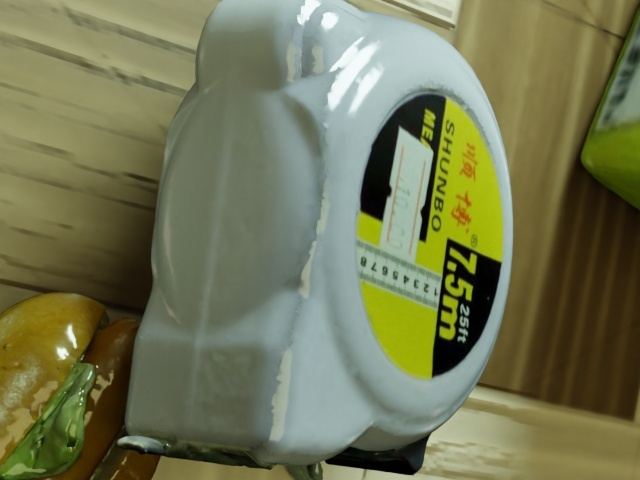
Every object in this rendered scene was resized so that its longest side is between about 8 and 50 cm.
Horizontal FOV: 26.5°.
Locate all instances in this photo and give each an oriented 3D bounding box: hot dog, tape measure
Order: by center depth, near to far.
[{"bbox_3d":[-0.137,0.130,0.497,0.100,0.068,0.249,42,70,-25],"label":"hot dog"},{"bbox_3d":[0.002,0.004,0.551,0.178,0.105,0.196,28,67,-52],"label":"tape measure"}]

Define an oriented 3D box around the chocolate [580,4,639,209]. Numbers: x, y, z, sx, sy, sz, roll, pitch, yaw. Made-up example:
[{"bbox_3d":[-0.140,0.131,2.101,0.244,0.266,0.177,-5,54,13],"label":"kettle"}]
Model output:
[{"bbox_3d":[0.304,-0.096,0.725,0.289,0.137,0.301,32,74,-29],"label":"chocolate"}]
